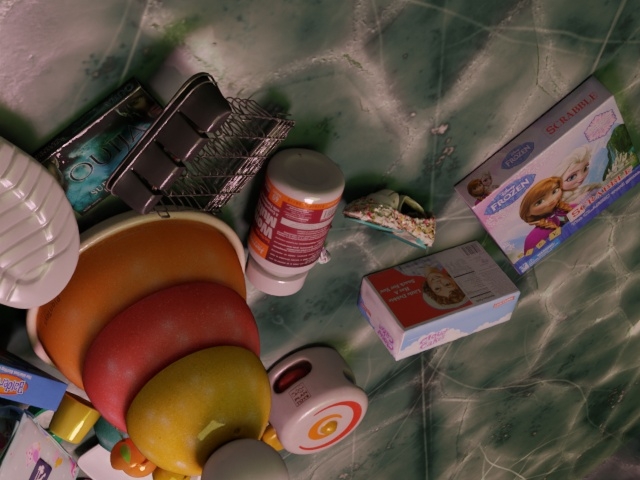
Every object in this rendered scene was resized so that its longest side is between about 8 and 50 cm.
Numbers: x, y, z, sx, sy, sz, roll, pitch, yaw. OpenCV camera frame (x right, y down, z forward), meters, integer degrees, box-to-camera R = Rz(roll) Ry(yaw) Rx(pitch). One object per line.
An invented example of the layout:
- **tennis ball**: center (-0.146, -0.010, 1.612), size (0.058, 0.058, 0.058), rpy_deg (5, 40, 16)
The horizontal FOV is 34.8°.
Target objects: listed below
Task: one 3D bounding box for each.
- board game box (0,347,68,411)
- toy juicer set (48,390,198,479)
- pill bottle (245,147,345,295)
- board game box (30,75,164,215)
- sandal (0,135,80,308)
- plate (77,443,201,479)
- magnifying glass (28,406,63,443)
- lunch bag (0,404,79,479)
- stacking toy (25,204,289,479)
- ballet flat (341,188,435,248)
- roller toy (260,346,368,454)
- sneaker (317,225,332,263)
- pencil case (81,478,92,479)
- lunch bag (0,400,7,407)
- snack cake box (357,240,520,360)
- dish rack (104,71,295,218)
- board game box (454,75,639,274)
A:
- **board game box**: center (-0.485, 0.173, 1.434), size (0.210, 0.160, 0.047), rpy_deg (32, 79, -51)
- **toy juicer set**: center (-0.277, 0.319, 1.638), size (0.089, 0.209, 0.329), rpy_deg (-61, 162, -7)
- **pill bottle**: center (-0.047, -0.025, 1.589), size (0.121, 0.121, 0.221), rpy_deg (-9, 137, -31)
- **board game box**: center (-0.286, -0.123, 1.368), size (0.186, 0.026, 0.126), rpy_deg (-37, 144, 3)
- **sandal**: center (-0.444, -0.078, 1.244), size (0.169, 0.102, 0.416), rpy_deg (-45, 133, -11)
- **plate**: center (-0.266, 0.401, 1.905), size (0.278, 0.045, 0.277), rpy_deg (-35, 123, 1)
- **magnifying glass**: center (-0.474, 0.350, 1.762), size (0.092, 0.026, 0.231), rpy_deg (-9, 135, -32)
- **lunch bag**: center (-0.498, 0.374, 1.508), size (0.262, 0.160, 0.223), rpy_deg (-37, 145, -12)
- **stacking toy**: center (-0.186, 0.216, 1.446), size (0.351, 0.480, 0.350), rpy_deg (-21, 143, -17)
- **ballet flat**: center (0.121, -0.046, 1.752), size (0.241, 0.091, 0.077), rpy_deg (20, 88, -53)
- **roller toy**: center (-0.014, 0.316, 1.981), size (0.209, 0.146, 0.191), rpy_deg (-6, 135, -33)
- **sneaker**: center (0.000, 0.000, 1.725), size (0.069, 0.038, 0.098), rpy_deg (-47, 143, 18)
- **pencil case**: center (-0.474, 0.548, 1.930), size (0.098, 0.095, 0.209), rpy_deg (35, 110, -20)
- **lunch bag**: center (-0.588, 0.297, 1.551), size (0.176, 0.090, 0.219), rpy_deg (-40, 145, 6)
- **snack cake box**: center (0.223, 0.111, 1.932), size (0.264, 0.152, 0.089), rpy_deg (-16, 141, -23)
- **dish rack**: center (-0.151, -0.121, 1.416), size (0.208, 0.074, 0.271), rpy_deg (-46, 166, 18)
- **board game box**: center (0.442, -0.111, 1.928), size (0.319, 0.066, 0.318), rpy_deg (-40, 144, 6)
